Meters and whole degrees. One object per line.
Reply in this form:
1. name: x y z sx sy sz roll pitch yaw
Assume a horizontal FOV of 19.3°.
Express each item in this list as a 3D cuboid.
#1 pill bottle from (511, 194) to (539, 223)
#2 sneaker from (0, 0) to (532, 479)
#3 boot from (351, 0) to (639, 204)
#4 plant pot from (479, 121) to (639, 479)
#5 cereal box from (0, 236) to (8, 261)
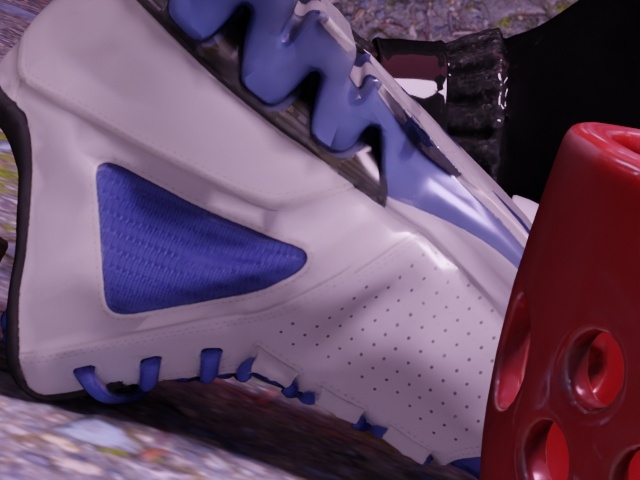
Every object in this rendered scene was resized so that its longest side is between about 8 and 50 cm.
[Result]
1. pill bottle: 0.000 0.000 0.868 0.221 0.121 0.121 20 9 4
2. sneaker: -0.019 0.019 0.728 0.315 0.182 0.127 48 9 -6
3. boot: 0.081 -0.090 0.956 0.260 0.348 0.131 24 28 2
4. plant pot: 0.129 0.076 0.515 0.191 0.174 0.191 20 9 -3
5. cereal box: -0.236 -0.041 0.665 0.173 0.047 0.240 26 -4 21
